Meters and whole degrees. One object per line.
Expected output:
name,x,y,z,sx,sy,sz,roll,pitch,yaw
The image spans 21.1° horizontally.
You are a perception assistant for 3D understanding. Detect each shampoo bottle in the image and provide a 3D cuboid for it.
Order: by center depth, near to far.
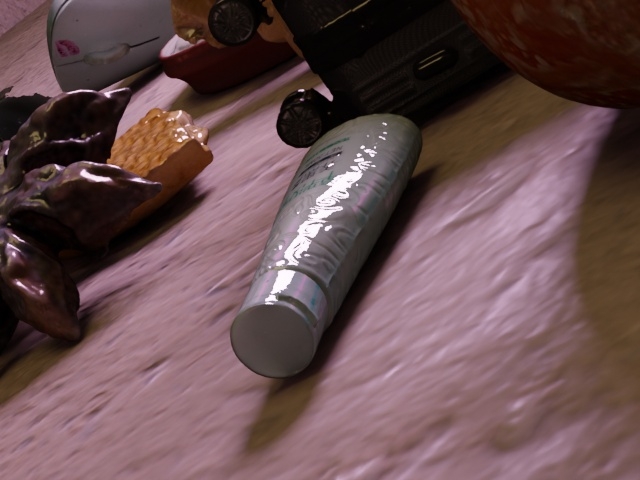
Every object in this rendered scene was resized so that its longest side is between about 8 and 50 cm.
shampoo bottle,0.000,0.000,0.757,0.069,0.041,0.191,-23,19,23

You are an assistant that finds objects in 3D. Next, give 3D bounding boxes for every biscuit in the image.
biscuit,-0.137,-0.036,1.178,0.144,0.033,0.224,-41,13,-4

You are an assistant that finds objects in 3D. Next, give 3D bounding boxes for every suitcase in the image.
suitcase,0.098,-0.184,0.944,0.312,0.128,0.202,-31,15,16

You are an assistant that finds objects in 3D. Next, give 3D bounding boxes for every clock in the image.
clock,-0.004,-0.236,1.429,0.318,0.080,0.318,-32,16,10

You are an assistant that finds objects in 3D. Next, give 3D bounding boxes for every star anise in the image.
star anise,-0.192,-0.004,1.055,0.230,0.081,0.262,-60,25,3

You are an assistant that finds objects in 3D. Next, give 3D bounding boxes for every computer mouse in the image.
computer mouse,-0.150,-0.248,1.713,0.288,0.097,0.159,-46,-22,-28

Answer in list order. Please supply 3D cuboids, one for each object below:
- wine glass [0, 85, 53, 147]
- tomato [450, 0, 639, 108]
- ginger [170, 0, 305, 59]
wine glass,-0.235,-0.044,1.242,0.079,0.079,0.195,-46,4,-36
tomato,0.152,-0.185,0.656,0.270,0.223,0.270,-32,18,12
ginger,0.037,-0.213,1.216,0.333,0.081,0.148,-31,41,13
